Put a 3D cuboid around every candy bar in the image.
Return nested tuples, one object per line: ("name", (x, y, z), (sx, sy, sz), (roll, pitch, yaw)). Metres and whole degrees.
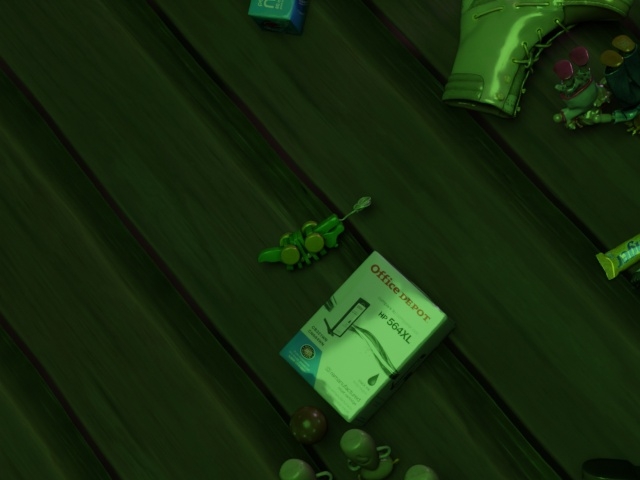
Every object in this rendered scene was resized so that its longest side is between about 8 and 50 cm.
("candy bar", (0.460, -0.003, 1.854), (0.161, 0.018, 0.040), (-32, 72, 7))

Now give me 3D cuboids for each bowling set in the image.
("bowling set", (0.039, 0.328, 1.841), (0.287, 0.154, 0.200), (-22, 54, 10))

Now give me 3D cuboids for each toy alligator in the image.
("toy alligator", (0.000, 0.000, 1.960), (0.189, 0.056, 0.051), (-27, 114, 6))

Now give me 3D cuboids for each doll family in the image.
("doll family", (0.447, -0.228, 1.841), (0.263, 0.163, 0.118), (-41, 50, -2))

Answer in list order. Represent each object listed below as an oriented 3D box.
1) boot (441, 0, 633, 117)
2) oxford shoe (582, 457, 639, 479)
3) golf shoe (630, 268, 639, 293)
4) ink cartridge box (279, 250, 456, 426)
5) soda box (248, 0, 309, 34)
("boot", (0.303, -0.272, 1.901), (0.262, 0.095, 0.203), (8, 79, 32))
("oxford shoe", (0.449, 0.340, 1.760), (0.212, 0.076, 0.076), (6, 109, 14))
("golf shoe", (0.516, 0.028, 1.810), (0.198, 0.077, 0.094), (-6, 65, 6))
("ink cartridge box", (0.067, 0.138, 1.888), (0.148, 0.086, 0.203), (42, 91, 20))
("soda box", (-0.047, -0.429, 2.062), (0.071, 0.067, 0.210), (10, 81, 17))
